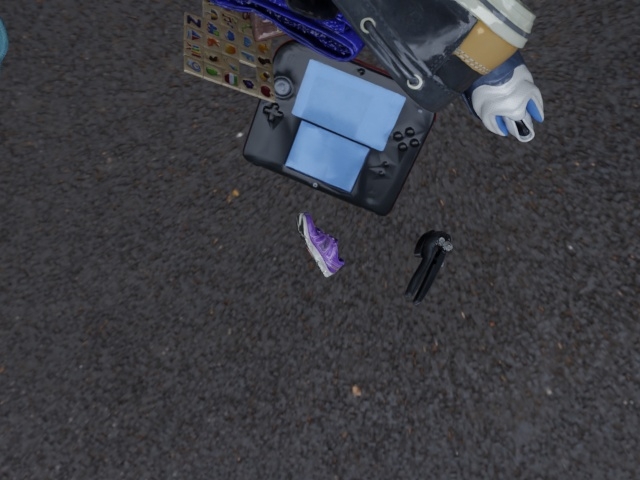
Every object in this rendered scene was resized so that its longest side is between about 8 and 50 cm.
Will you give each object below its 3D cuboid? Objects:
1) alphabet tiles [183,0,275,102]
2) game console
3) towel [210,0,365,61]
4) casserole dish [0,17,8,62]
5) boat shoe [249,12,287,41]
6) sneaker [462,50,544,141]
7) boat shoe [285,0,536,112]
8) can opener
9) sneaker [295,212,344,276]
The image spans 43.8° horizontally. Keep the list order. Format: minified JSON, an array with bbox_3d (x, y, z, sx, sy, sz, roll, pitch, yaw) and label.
[{"bbox_3d":[-0.184,-0.398,1.609,0.198,0.237,0.009,14,143,-29],"label":"alphabet tiles"},{"bbox_3d":[0.041,-0.257,1.832,0.387,0.060,0.341,23,119,-1],"label":"game console"},{"bbox_3d":[0.004,-0.378,1.093,0.228,0.308,0.076,27,136,5],"label":"towel"},{"bbox_3d":[-0.331,-0.133,0.596,0.189,0.037,0.114,-21,70,-3],"label":"casserole dish"},{"bbox_3d":[0.001,-0.447,1.653,0.123,0.342,0.123,-3,93,51],"label":"boat shoe"},{"bbox_3d":[0.290,-0.267,1.388,0.130,0.323,0.236,-26,87,7],"label":"sneaker"},{"bbox_3d":[0.001,-0.327,0.866,0.500,0.187,0.156,45,115,17],"label":"boat shoe"},{"bbox_3d":[0.222,0.054,1.634,0.059,0.186,0.073,34,147,-18],"label":"can opener"},{"bbox_3d":[0.000,0.000,1.764,0.071,0.068,0.169,-32,122,-4],"label":"sneaker"}]
